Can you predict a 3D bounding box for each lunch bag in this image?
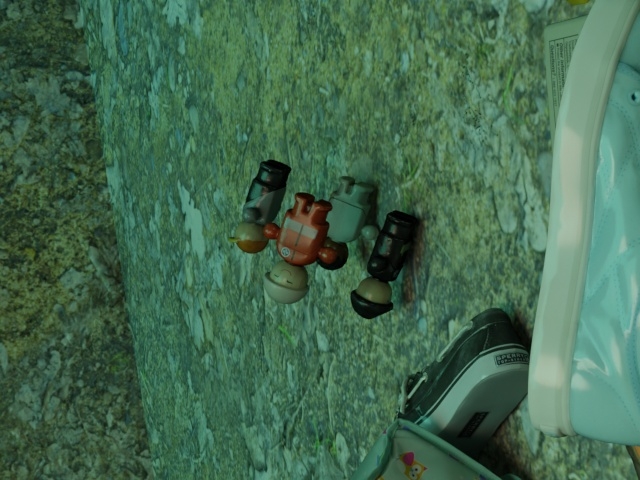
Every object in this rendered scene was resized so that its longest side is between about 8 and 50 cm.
[{"bbox_3d":[0.142,0.363,1.403,0.160,0.262,0.223,-60,-3,-45],"label":"lunch bag"}]

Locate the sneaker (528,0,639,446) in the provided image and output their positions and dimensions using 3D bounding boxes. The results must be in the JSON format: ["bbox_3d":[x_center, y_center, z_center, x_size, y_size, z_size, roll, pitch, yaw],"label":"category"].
[{"bbox_3d":[0.263,-0.017,0.947,0.150,0.135,0.366,8,98,24],"label":"sneaker"}]

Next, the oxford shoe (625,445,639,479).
[{"bbox_3d":[0.314,0.166,1.062,0.133,0.130,0.364,115,145,-82],"label":"oxford shoe"}]

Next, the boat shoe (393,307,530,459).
[{"bbox_3d":[0.146,0.196,1.454,0.306,0.113,0.105,117,146,-45],"label":"boat shoe"}]

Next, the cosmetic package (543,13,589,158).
[{"bbox_3d":[0.326,-0.129,1.011,0.309,0.113,0.160,3,98,64],"label":"cosmetic package"}]

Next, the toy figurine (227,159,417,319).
[{"bbox_3d":[0.000,0.000,1.601,0.209,0.213,0.148,41,117,54],"label":"toy figurine"}]

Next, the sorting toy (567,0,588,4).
[{"bbox_3d":[0.268,-0.294,0.998,0.307,0.041,0.229,-62,11,-30],"label":"sorting toy"}]
